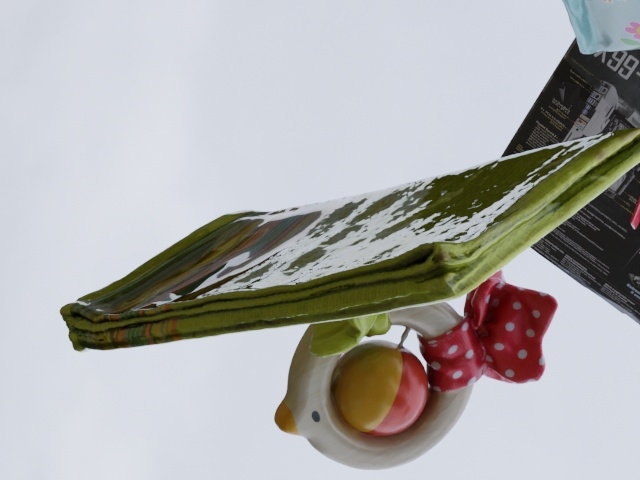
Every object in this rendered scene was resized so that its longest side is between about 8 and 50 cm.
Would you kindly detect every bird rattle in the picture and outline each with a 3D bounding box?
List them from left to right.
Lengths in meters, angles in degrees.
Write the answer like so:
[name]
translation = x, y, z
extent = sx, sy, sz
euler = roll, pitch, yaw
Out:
[bird rattle]
translation = 0.066, 0.094, 1.320
extent = 0.207, 0.253, 0.143
euler = -63, -145, 10

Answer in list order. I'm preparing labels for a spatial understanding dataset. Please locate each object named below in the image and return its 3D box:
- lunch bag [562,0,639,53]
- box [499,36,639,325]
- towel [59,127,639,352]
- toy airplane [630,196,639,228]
[lunch bag]
translation = 0.190, -0.200, 0.679
extent = 0.223, 0.262, 0.160
euler = -3, -112, 21
[box]
translation = 0.283, -0.021, 1.113
extent = 0.076, 0.307, 0.242
euler = -48, 170, -34
[towel]
translation = 0.000, 0.000, 0.551
extent = 0.237, 0.102, 0.021
euler = -11, -70, 54
[toy airplane]
translation = 0.199, -0.074, 0.876
extent = 0.151, 0.028, 0.151
euler = 24, 90, -87
